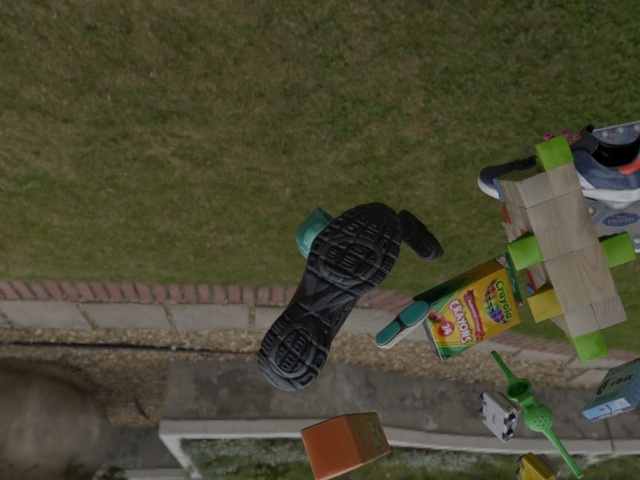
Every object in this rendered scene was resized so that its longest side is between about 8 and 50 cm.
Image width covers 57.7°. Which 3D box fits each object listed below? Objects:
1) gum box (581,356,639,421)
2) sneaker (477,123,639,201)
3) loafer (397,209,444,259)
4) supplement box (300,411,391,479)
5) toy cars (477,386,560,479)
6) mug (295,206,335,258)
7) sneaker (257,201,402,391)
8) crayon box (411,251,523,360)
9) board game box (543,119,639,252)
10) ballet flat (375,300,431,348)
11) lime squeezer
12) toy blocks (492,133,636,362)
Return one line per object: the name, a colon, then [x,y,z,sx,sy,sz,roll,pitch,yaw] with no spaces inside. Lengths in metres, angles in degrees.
gum box: [0.799,0.392,1.545,0.184,0.041,0.157,-36,168,-32]
sneaker: [0.514,-0.171,1.238,0.350,0.131,0.148,-1,130,17]
loafer: [0.294,-0.009,1.743,0.078,0.220,0.080,20,117,-39]
supplement box: [0.046,0.317,0.913,0.080,0.078,0.233,-24,160,7]
toy cars: [0.529,0.527,1.520,0.087,0.393,0.176,-34,-171,-15]
mug: [0.000,-0.003,1.291,0.097,0.129,0.158,-47,128,10]
sneaker: [0.010,0.069,0.813,0.109,0.286,0.130,36,178,1]
crayon box: [0.451,0.191,1.696,0.318,0.081,0.202,-26,113,-4]
board game box: [0.733,-0.147,1.427,0.390,0.390,0.050,-8,145,38]
ballet flat: [0.207,0.208,1.434,0.168,0.057,0.052,-38,140,11]
lime squeezer: [0.440,0.338,1.208,0.110,0.310,0.059,22,119,-45]
toy blocks: [0.430,0.002,1.097,0.191,0.381,0.261,-21,-174,6]
